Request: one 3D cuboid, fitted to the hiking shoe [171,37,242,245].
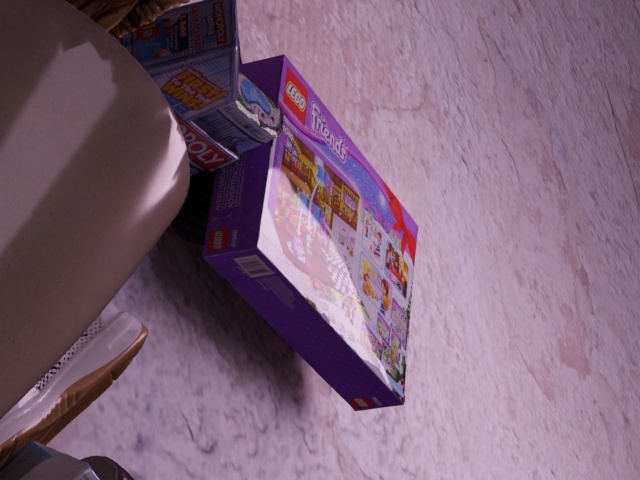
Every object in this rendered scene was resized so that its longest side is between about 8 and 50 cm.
[{"bbox_3d":[-0.095,-0.092,1.567,0.114,0.086,0.227,39,46,-61],"label":"hiking shoe"}]

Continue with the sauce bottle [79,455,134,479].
[{"bbox_3d":[-0.075,0.279,1.263,0.344,0.111,0.111,48,32,-37],"label":"sauce bottle"}]

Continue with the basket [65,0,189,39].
[{"bbox_3d":[-0.171,-0.196,1.206,0.223,0.299,0.213,36,40,-50],"label":"basket"}]

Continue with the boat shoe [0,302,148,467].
[{"bbox_3d":[-0.223,0.105,1.131,0.096,0.098,0.277,42,34,4],"label":"boat shoe"}]

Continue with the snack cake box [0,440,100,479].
[{"bbox_3d":[-0.143,0.272,1.063,0.152,0.089,0.264,-42,115,-23],"label":"snack cake box"}]

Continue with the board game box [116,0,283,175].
[{"bbox_3d":[-0.119,-0.112,1.375,0.194,0.194,0.060,40,37,-46],"label":"board game box"}]

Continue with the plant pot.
[{"bbox_3d":[-0.244,0.018,0.997,0.256,0.256,0.274,52,45,-32],"label":"plant pot"}]

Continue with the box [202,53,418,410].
[{"bbox_3d":[0.000,0.000,1.560,0.293,0.057,0.201,49,39,-47],"label":"box"}]
